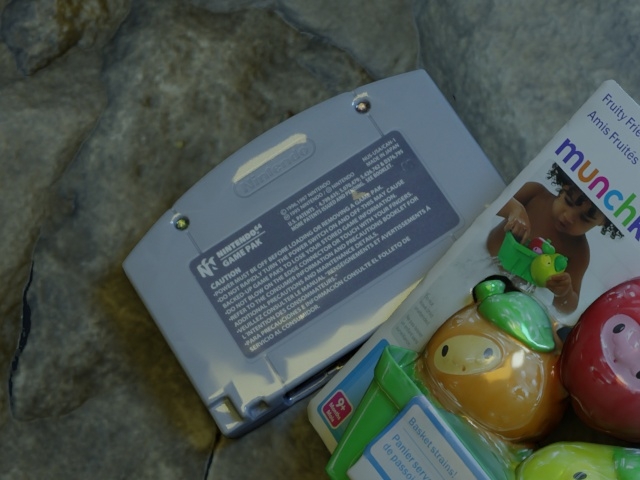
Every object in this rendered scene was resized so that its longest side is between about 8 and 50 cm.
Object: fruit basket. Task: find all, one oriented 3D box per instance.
[{"bbox_3d":[0.179,0.114,1.352,0.353,0.165,0.327,-50,59,21],"label":"fruit basket"}]

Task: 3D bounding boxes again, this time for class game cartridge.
[{"bbox_3d":[0.000,0.000,1.532,0.294,0.060,0.196,-33,73,-1],"label":"game cartridge"}]
